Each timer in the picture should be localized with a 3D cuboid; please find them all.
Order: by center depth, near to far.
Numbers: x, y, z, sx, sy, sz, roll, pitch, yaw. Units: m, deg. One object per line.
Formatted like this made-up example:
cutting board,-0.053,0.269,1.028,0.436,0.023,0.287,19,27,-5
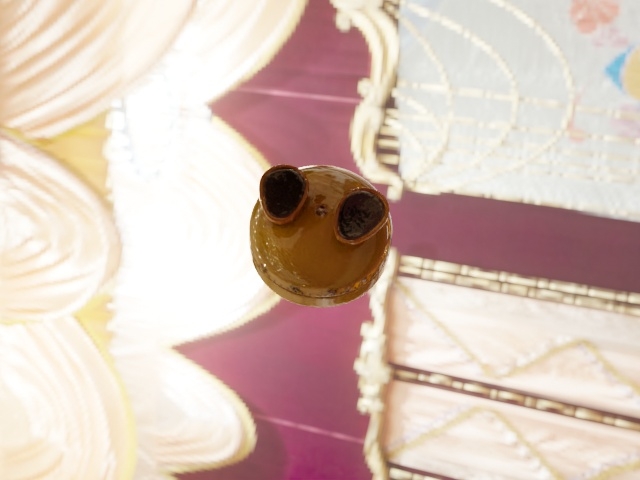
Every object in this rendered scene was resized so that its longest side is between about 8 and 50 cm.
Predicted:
timer,0.000,0.000,0.908,0.109,0.107,0.107,93,-160,-59
